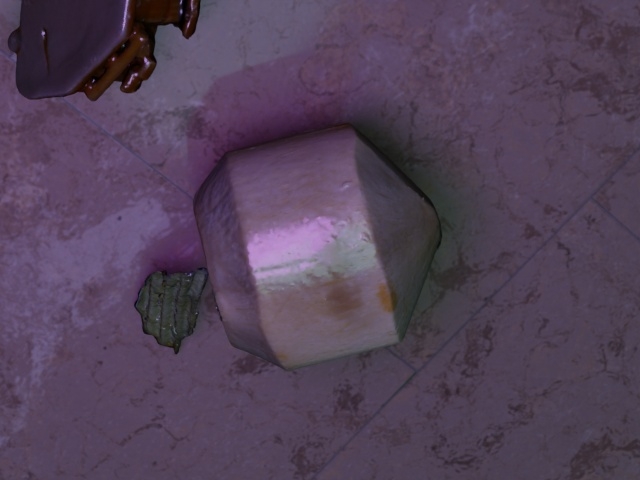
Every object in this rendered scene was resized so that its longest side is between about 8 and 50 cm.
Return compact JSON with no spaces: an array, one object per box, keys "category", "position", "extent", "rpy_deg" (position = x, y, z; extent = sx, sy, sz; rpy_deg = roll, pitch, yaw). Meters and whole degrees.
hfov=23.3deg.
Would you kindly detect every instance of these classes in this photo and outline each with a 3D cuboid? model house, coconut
[{"category":"model house","position":[-0.227,-0.271,1.856],"extent":[0.229,0.219,0.199],"rpy_deg":[-17,115,-49]},{"category":"coconut","position":[0.000,0.000,1.944],"extent":[0.323,0.323,0.323],"rpy_deg":[-3,114,-6]}]

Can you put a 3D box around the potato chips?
[{"category":"potato chips","position":[-0.201,0.080,2.048],"extent":[0.092,0.028,0.207],"rpy_deg":[29,145,4]}]
